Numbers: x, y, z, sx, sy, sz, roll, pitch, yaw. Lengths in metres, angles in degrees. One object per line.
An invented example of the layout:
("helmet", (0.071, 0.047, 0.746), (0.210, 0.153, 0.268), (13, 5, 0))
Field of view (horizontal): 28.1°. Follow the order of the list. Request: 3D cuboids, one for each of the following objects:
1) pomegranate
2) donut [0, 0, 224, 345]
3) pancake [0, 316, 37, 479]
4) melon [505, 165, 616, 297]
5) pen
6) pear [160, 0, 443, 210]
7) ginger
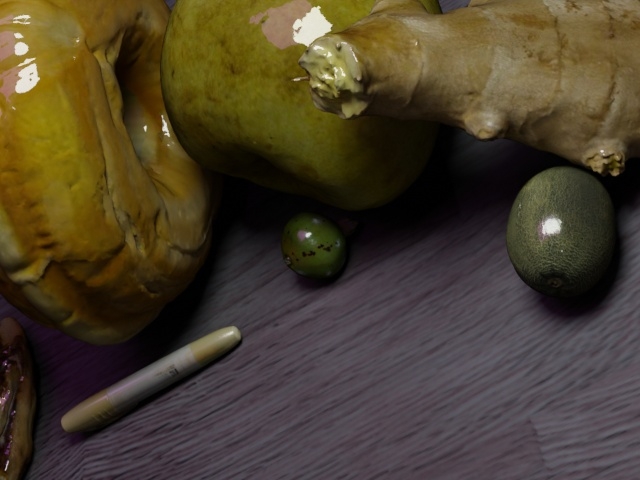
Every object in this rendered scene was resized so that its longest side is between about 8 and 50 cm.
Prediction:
("pomegranate", (-0.004, -0.001, 1.332), (0.073, 0.073, 0.084), (-12, 34, 34))
("donut", (-0.250, -0.112, 1.351), (0.198, 0.449, 0.449), (-10, 51, 19))
("pancake", (-0.387, 0.215, 1.495), (0.212, 0.056, 0.257), (10, 71, 50))
("melon", (0.212, -0.010, 1.127), (0.098, 0.098, 0.131), (-18, 43, 30))
("pen", (-0.183, 0.154, 1.387), (0.233, 0.040, 0.032), (-28, 44, 14))
("pear", (-0.003, -0.186, 1.305), (0.304, 0.304, 0.304), (-23, 46, 26))
("ginger", (0.169, -0.183, 1.131), (0.166, 0.375, 0.236), (-27, 51, 59))
